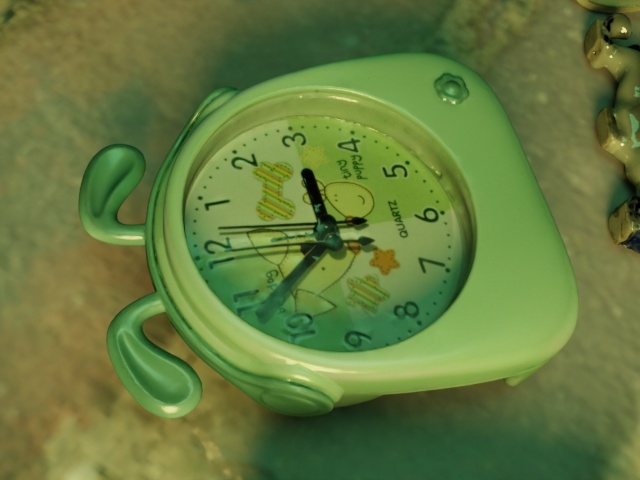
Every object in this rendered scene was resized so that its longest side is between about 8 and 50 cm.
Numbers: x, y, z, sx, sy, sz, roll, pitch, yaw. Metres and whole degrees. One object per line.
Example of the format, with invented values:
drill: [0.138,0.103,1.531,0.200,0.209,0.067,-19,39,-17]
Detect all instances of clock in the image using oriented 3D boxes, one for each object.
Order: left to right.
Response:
clock: [0.000,0.000,0.390,0.188,0.060,0.148,-9,65,-15]

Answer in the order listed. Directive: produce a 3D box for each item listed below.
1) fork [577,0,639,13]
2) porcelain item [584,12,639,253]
fork: [0.093,-0.154,0.513,0.219,0.028,0.034,9,69,-2]
porcelain item: [0.177,-0.054,0.473,0.075,0.021,0.136,6,62,-8]
